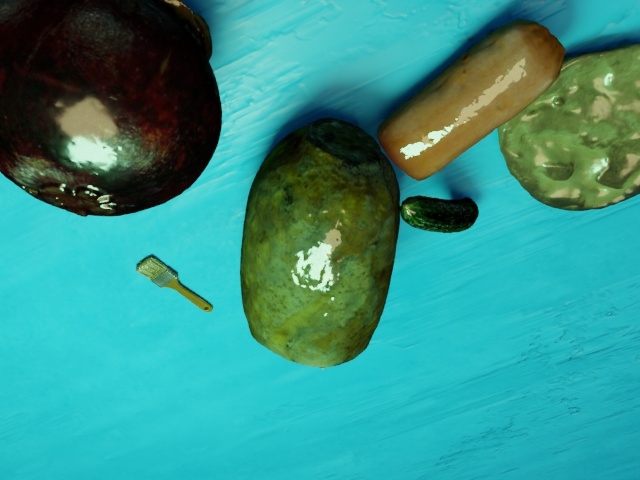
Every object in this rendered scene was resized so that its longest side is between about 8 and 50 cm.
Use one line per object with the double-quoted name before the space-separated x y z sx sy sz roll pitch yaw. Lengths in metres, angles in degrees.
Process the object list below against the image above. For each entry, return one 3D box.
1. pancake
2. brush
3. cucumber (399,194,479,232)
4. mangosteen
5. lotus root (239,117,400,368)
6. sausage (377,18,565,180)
"pancake" 0.410 -0.162 0.995 0.294 0.050 0.295 -2 131 -2
"brush" -0.248 0.082 1.165 0.043 0.014 0.170 -31 130 20
"cucumber" 0.179 -0.040 1.001 0.052 0.058 0.214 -9 175 34
"mangosteen" -0.256 -0.174 0.765 0.296 0.294 0.297 -11 174 -1
"lotus root" 0.000 0.000 0.980 0.250 0.250 0.346 4 125 -10
"sausage" 0.205 -0.191 0.903 0.259 0.114 0.113 -36 127 26
